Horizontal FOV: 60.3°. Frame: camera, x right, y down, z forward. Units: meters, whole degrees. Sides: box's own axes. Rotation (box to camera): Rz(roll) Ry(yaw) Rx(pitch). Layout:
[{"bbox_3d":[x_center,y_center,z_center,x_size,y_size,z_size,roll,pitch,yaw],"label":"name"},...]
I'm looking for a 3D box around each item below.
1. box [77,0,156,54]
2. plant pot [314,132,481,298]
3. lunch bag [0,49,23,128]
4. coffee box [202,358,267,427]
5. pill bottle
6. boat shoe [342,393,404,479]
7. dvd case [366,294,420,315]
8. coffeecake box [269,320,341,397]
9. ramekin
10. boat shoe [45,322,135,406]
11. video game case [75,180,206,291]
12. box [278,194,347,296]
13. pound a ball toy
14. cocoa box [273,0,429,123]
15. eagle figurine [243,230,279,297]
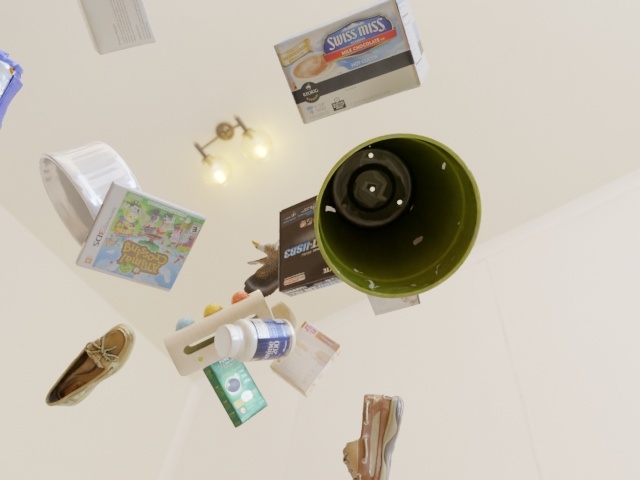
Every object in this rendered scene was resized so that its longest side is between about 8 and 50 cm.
[{"bbox_3d":[-0.307,-0.338,0.818,0.087,0.101,0.102,-21,-152,-18],"label":"box"},{"bbox_3d":[0.156,-0.096,1.351,0.366,0.366,0.353,-36,-164,7],"label":"plant pot"},{"bbox_3d":[-0.870,-0.284,1.175,0.239,0.385,0.328,81,25,-71],"label":"lunch bag"},{"bbox_3d":[-0.236,0.409,1.530,0.040,0.184,0.113,-38,171,36],"label":"coffee box"},{"bbox_3d":[-0.104,0.158,0.876,0.067,0.120,0.067,-8,-101,47],"label":"pill bottle"},{"bbox_3d":[0.109,0.513,1.289,0.116,0.123,0.324,13,-124,12],"label":"boat shoe"},{"bbox_3d":[0.264,0.198,1.995,0.180,0.253,0.022,-15,-121,7],"label":"dvd case"},{"bbox_3d":[-0.044,0.371,1.731,0.142,0.068,0.185,32,-112,20],"label":"coffeecake box"},{"bbox_3d":[-0.531,-0.100,1.307,0.135,0.277,0.277,-34,-162,-34],"label":"ramekin"},{"bbox_3d":[-0.624,0.347,1.507,0.285,0.104,0.089,-49,169,-2],"label":"boat shoe"},{"bbox_3d":[-0.380,-0.002,1.180,0.193,0.212,0.023,-61,-145,9],"label":"video game case"},{"bbox_3d":[0.000,0.000,1.711,0.295,0.073,0.293,-19,-122,33],"label":"box"},{"bbox_3d":[-0.235,0.218,1.411,0.319,0.136,0.208,-26,-176,-9],"label":"pound a ball toy"},{"bbox_3d":[0.092,-0.501,1.508,0.347,0.228,0.231,-13,-157,22],"label":"cocoa box"},{"bbox_3d":[-0.190,0.075,2.239,0.226,0.225,0.298,-16,141,-43],"label":"eagle figurine"}]
